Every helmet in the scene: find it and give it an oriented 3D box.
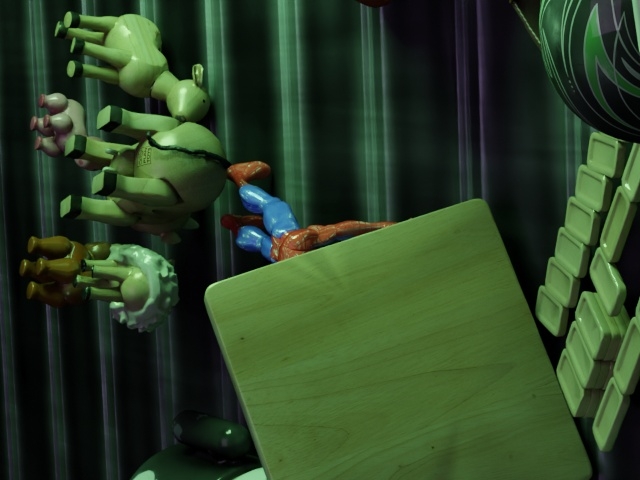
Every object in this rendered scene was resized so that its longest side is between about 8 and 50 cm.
[{"bbox_3d":[0.231,-0.151,1.178,0.169,0.161,0.169,-160,90,-87],"label":"helmet"}]

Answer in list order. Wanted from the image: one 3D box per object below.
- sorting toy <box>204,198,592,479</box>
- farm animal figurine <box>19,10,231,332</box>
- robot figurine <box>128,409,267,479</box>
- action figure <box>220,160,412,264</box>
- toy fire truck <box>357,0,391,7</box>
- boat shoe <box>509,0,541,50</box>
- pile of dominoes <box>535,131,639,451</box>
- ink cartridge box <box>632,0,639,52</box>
[{"bbox_3d":[0.059,0.128,1.435,0.089,0.257,0.255,119,132,-73],"label":"sorting toy"},{"bbox_3d":[-0.186,-0.079,1.780,0.327,0.172,0.330,9,90,64],"label":"farm animal figurine"},{"bbox_3d":[-0.097,0.299,1.726,0.278,0.209,0.173,5,58,53],"label":"robot figurine"},{"bbox_3d":[0.000,0.000,1.627,0.280,0.139,0.091,-126,38,-65],"label":"action figure"},{"bbox_3d":[0.027,-0.369,1.476,0.254,0.169,0.302,-45,59,25],"label":"toy fire truck"},{"bbox_3d":[0.165,-0.234,1.371,0.073,0.073,0.207,-37,68,46],"label":"boat shoe"},{"bbox_3d":[0.236,0.021,1.306,0.196,0.040,0.251,-104,22,-52],"label":"pile of dominoes"},{"bbox_3d":[0.355,-0.254,0.897,0.395,0.166,0.285,-8,89,23],"label":"ink cartridge box"}]
